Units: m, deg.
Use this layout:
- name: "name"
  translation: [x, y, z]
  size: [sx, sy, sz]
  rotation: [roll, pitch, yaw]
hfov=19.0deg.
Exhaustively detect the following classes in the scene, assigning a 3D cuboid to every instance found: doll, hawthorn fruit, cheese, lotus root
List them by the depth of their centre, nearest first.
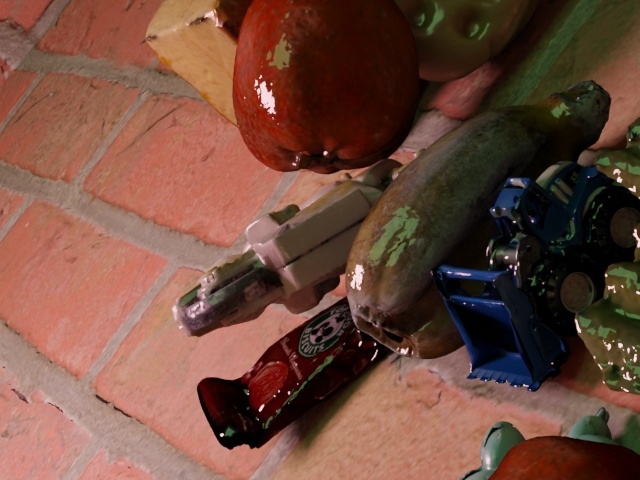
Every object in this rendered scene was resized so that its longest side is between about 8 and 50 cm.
- name: "hawthorn fruit"
  translation: [0.197, 0.221, 1.369]
  size: [0.194, 0.157, 0.157]
  rotation: [3, 57, 49]
- name: "doll"
  translation: [0.172, 0.192, 1.542]
  size: [0.159, 0.059, 0.158]
  rotation: [-32, 18, 9]
- name: "lotus root"
  translation: [0.148, -0.031, 1.802]
  size: [0.322, 0.158, 0.140]
  rotation: [-49, 22, -15]
- name: "hawthorn fruit"
  translation: [0.004, -0.204, 2.028]
  size: [0.210, 0.210, 0.262]
  rotation: [-15, 74, 51]
- name: "cheese"
  translation: [0.148, -0.290, 2.129]
  size: [0.117, 0.218, 0.235]
  rotation: [49, -142, -79]

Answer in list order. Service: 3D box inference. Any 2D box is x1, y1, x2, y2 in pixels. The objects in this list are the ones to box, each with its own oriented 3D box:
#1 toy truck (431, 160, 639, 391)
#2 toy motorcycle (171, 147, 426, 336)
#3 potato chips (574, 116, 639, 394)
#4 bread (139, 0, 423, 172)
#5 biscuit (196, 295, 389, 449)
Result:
- name: "toy truck"
  translation: [0.188, 0.024, 1.684]
  size: [0.208, 0.126, 0.113]
  rotation: [-58, 26, -15]
- name: "toy motorcycle"
  translation: [0.000, 0.000, 1.987]
  size: [0.340, 0.108, 0.223]
  rotation: [-30, 2, -10]
- name: "potato chips"
  translation: [0.382, -0.046, 1.478]
  size: [0.389, 0.097, 0.373]
  rotation: [-19, 38, 41]
- name: "bread"
  translation: [-0.016, -0.265, 2.263]
  size: [0.207, 0.279, 0.279]
  rotation: [-10, 49, 56]
- name: "biscuit"
  translation: [-0.017, 0.124, 1.964]
  size: [0.235, 0.063, 0.151]
  rotation: [-38, 26, 7]
